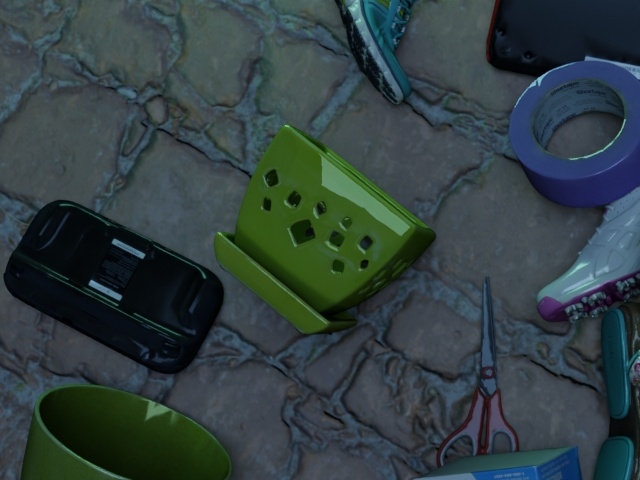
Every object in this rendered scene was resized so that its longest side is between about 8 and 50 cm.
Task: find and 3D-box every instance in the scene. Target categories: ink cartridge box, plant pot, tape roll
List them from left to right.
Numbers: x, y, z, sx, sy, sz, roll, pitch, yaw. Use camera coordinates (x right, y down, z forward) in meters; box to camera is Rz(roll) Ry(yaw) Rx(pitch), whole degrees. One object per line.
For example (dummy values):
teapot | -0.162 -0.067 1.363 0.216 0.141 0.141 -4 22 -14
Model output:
plant pot | -0.297 0.386 1.605 0.274 0.275 0.293 25 102 12
plant pot | 0.000 0.000 1.621 0.228 0.227 0.207 38 95 12
ink cartridge box | 0.241 0.394 1.512 0.171 0.168 0.233 -12 85 27
tape roll | 0.356 -0.144 1.618 0.189 0.080 0.189 -12 58 19

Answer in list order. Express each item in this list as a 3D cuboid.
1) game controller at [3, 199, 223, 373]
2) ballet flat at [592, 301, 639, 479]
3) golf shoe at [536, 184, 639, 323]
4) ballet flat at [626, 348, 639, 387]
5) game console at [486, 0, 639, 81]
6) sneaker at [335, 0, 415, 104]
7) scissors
game controller | -0.302 0.063 1.745 0.319 0.067 0.166 26 72 11
ballet flat | 0.430 0.254 1.579 0.124 0.116 0.342 7 78 -10
golf shoe | 0.412 0.000 1.618 0.306 0.115 0.140 -29 68 -3
ballet flat | 0.496 0.140 1.527 0.241 0.091 0.077 -19 39 -32
game console | 0.447 -0.375 1.658 0.386 0.060 0.342 13 103 12
sneaker | 0.086 -0.331 1.719 0.110 0.107 0.275 -15 79 -3
scissors | 0.241 0.202 1.652 0.109 0.021 0.297 14 83 13
